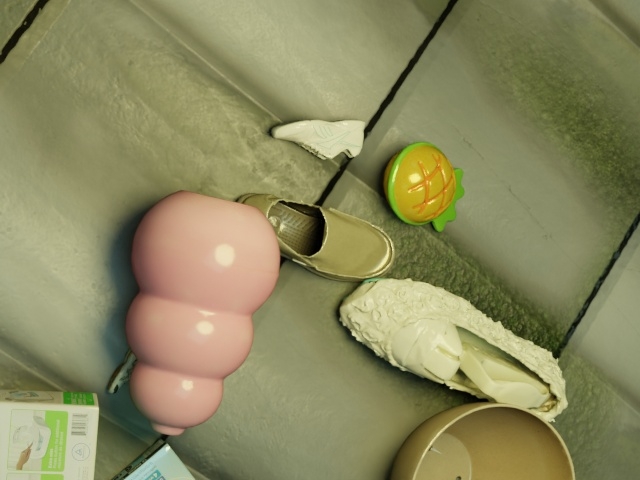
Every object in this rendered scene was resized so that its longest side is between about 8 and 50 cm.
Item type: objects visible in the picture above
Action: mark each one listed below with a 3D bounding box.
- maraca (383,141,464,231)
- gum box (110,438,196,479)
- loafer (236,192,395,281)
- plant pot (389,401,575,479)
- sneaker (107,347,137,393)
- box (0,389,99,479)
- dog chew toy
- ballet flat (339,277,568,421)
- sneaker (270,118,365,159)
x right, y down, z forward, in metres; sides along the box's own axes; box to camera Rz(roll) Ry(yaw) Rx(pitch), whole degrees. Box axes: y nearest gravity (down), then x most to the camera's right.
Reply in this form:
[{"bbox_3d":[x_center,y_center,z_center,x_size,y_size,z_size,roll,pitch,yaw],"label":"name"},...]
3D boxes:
[{"bbox_3d":[0.164,-0.081,1.866,0.186,0.099,0.127,24,88,-48],"label":"maraca"},{"bbox_3d":[-0.233,0.407,1.741,0.157,0.041,0.184,-40,106,-16],"label":"gum box"},{"bbox_3d":[0.000,0.000,1.797,0.269,0.092,0.102,15,86,-23],"label":"loafer"},{"bbox_3d":[0.218,0.375,1.853,0.284,0.191,0.284,-1,93,-23],"label":"plant pot"},{"bbox_3d":[-0.269,0.186,1.721,0.037,0.032,0.083,37,79,-20],"label":"sneaker"},{"bbox_3d":[-0.417,0.333,1.593,0.231,0.127,0.262,3,91,-12],"label":"box"},{"bbox_3d":[-0.177,0.103,1.669,0.207,0.206,0.331,13,91,-23],"label":"dog chew toy"},{"bbox_3d":[0.224,0.175,1.861,0.409,0.147,0.147,23,83,-23],"label":"ballet flat"},{"bbox_3d":[-0.001,-0.152,1.813,0.152,0.054,0.061,-1,95,-24],"label":"sneaker"}]
